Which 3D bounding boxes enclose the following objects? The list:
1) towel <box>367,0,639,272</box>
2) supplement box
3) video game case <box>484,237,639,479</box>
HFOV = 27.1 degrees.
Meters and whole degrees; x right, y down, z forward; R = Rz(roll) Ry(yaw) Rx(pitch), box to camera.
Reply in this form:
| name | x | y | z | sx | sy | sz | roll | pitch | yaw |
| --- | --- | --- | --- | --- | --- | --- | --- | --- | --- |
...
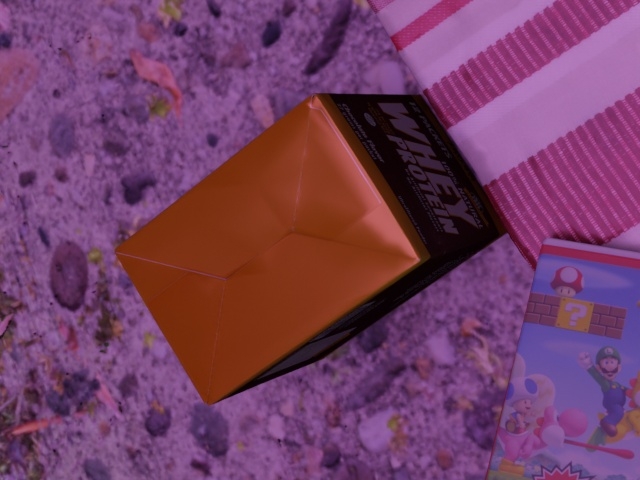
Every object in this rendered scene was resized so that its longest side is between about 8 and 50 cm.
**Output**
| name | x | y | z | sx | sy | sz | roll | pitch | yaw |
| --- | --- | --- | --- | --- | --- | --- | --- | --- | --- |
| towel | 0.189 | -0.139 | 0.944 | 0.237 | 0.037 | 0.329 | -33 | 83 | 21 |
| supplement box | 0.000 | 0.000 | 0.954 | 0.191 | 0.194 | 0.129 | -36 | 80 | 23 |
| video game case | 0.213 | 0.146 | 0.862 | 0.204 | 0.025 | 0.285 | 10 | 70 | 20 |
